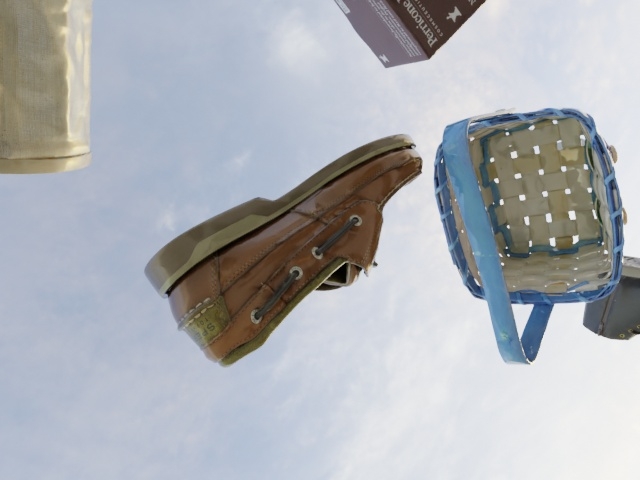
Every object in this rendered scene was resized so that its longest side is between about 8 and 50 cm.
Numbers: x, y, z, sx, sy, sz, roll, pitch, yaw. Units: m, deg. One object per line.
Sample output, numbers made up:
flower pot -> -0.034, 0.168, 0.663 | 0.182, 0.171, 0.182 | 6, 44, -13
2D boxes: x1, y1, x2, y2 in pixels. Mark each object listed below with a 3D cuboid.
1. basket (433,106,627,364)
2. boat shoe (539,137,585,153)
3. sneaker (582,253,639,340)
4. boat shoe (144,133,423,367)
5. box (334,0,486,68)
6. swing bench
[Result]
basket -> 0.230, -0.035, 0.600 | 0.289, 0.201, 0.255 | -32, -70, -46
boat shoe -> 0.563, -0.204, 1.201 | 0.038, 0.125, 0.046 | 32, -105, -21
sneaker -> 0.479, 0.094, 0.724 | 0.083, 0.222, 0.118 | -10, -74, -34
boat shoe -> 0.000, 0.000, 0.476 | 0.307, 0.111, 0.104 | -32, -97, -33
box -> 0.157, -0.415, 0.840 | 0.203, 0.167, 0.168 | -47, -68, -3
swing bench -> -0.432, -0.225, 0.652 | 0.254, 0.165, 0.253 | 8, -73, 1
